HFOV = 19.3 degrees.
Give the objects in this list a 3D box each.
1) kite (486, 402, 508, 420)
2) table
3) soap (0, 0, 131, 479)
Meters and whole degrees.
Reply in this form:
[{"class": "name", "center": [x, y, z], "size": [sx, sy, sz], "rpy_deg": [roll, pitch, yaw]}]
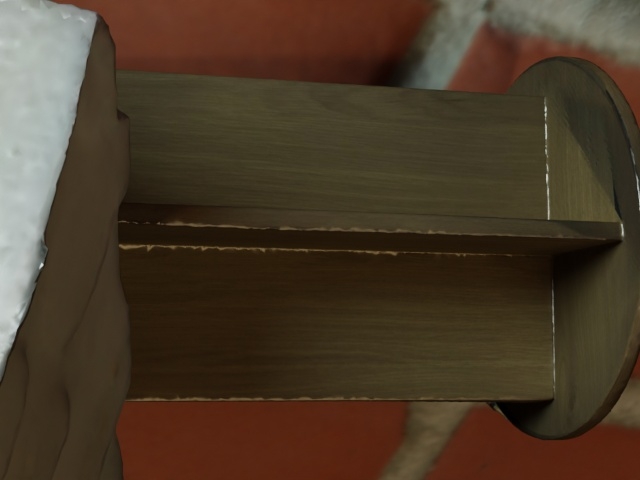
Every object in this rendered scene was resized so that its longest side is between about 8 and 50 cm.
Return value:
[{"class": "kite", "center": [0.125, 0.045, 0.990], "size": [0.153, 0.005, 0.137], "rpy_deg": [-3, 130, -30]}, {"class": "table", "center": [0.000, 0.000, 0.782], "size": [0.227, 0.167, 0.167], "rpy_deg": [2, 127, -21]}, {"class": "soap", "center": [-0.151, 0.063, 0.704], "size": [0.159, 0.257, 0.302], "rpy_deg": [9, 157, 9]}]
